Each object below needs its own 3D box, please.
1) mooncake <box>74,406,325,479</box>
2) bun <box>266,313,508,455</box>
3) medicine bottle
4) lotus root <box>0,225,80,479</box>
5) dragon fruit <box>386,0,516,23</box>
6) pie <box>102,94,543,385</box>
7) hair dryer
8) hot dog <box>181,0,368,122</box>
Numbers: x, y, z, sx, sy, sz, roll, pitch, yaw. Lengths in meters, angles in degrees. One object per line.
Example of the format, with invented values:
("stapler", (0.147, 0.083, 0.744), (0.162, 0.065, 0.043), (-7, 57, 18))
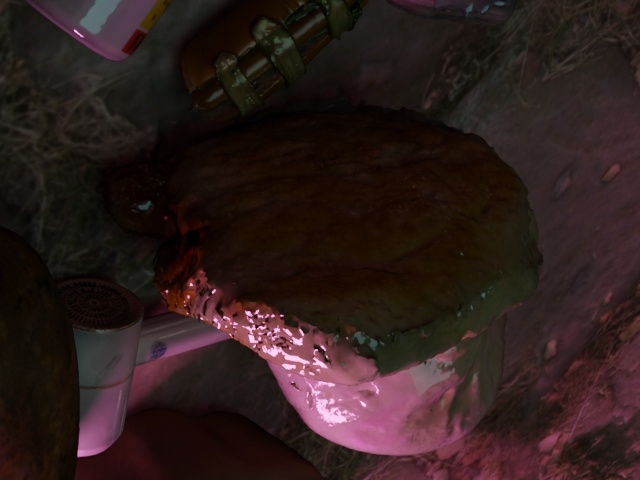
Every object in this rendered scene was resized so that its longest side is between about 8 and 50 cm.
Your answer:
("mooncake", (-0.163, 0.371, 2.197), (0.378, 0.201, 0.378), (-19, 125, -29))
("bun", (0.090, 0.094, 2.104), (0.293, 0.293, 0.187), (-28, 176, -20))
("medicine bottle", (-0.175, -0.289, 1.752), (0.139, 0.139, 0.225), (31, 98, -46))
("lotus root", (-0.354, 0.140, 1.851), (0.250, 0.250, 0.346), (-18, 125, -28))
("dragon fruit", (0.102, -0.360, 1.887), (0.221, 0.204, 0.283), (4, 92, -7))
("pie", (0.023, 0.005, 1.917), (0.395, 0.418, 0.180), (-21, 125, -28))
("hair dryer", (-0.157, 0.113, 2.092), (0.357, 0.107, 0.173), (-14, 130, -39))
("hot dog", (-0.036, -0.220, 1.962), (0.269, 0.072, 0.109), (-39, 138, -8))
